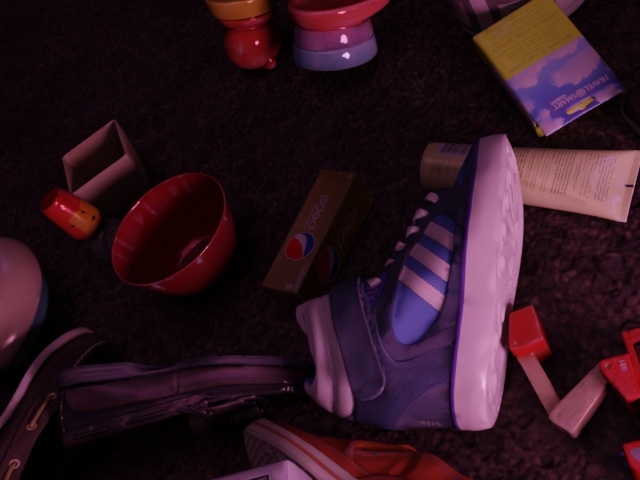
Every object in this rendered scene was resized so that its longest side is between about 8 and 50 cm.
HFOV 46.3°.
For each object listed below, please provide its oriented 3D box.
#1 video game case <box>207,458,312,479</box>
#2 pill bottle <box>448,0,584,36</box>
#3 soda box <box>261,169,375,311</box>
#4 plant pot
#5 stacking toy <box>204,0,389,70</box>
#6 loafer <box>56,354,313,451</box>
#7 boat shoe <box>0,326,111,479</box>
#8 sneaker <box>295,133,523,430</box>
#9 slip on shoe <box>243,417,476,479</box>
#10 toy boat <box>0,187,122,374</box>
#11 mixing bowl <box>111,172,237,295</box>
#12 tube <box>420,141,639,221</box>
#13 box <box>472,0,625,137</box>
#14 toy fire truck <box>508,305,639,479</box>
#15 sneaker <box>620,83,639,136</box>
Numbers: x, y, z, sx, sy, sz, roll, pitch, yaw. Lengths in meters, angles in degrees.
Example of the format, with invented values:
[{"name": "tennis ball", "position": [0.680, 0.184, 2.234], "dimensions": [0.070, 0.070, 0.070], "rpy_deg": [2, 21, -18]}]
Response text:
[{"name": "video game case", "position": [-0.128, 0.338, 0.623], "dimensions": [0.269, 0.061, 0.244], "rpy_deg": [-19, 48, 16]}, {"name": "pill bottle", "position": [0.212, -0.446, 0.940], "dimensions": [0.204, 0.361, 0.204], "rpy_deg": [-16, 51, 21]}, {"name": "soda box", "position": [0.000, 0.000, 0.943], "dimensions": [0.058, 0.061, 0.181], "rpy_deg": [8, 61, 37]}, {"name": "plant pot", "position": [-0.336, -0.108, 1.212], "dimensions": [0.109, 0.096, 0.109], "rpy_deg": [-35, 46, 5]}, {"name": "stacking toy", "position": [0.002, -0.358, 1.220], "dimensions": [0.309, 0.130, 0.279], "rpy_deg": [22, 44, 38]}, {"name": "loafer", "position": [-0.156, 0.188, 0.857], "dimensions": [0.302, 0.109, 0.095], "rpy_deg": [-5, 69, 8]}, {"name": "boat shoe", "position": [-0.335, 0.231, 0.914], "dimensions": [0.096, 0.117, 0.324], "rpy_deg": [10, 34, 12]}, {"name": "sneaker", "position": [0.081, 0.036, 0.798], "dimensions": [0.236, 0.130, 0.323], "rpy_deg": [1, 70, 26]}, {"name": "slip on shoe", "position": [0.051, 0.241, 0.710], "dimensions": [0.331, 0.123, 0.101], "rpy_deg": [8, 27, 42]}, {"name": "toy boat", "position": [-0.432, 0.067, 1.125], "dimensions": [0.318, 0.148, 0.267], "rpy_deg": [-44, 40, 6]}, {"name": "mixing bowl", "position": [-0.183, 0.006, 1.027], "dimensions": [0.181, 0.098, 0.181], "rpy_deg": [-16, 51, 21]}, {"name": "tube", "position": [0.235, -0.073, 0.861], "dimensions": [0.240, 0.062, 0.070], "rpy_deg": [8, 105, 31]}, {"name": "box", "position": [0.278, -0.211, 0.921], "dimensions": [0.109, 0.042, 0.178], "rpy_deg": [-31, 61, 10]}, {"name": "toy fire truck", "position": [0.256, 0.140, 0.686], "dimensions": [0.135, 0.047, 0.192], "rpy_deg": [-19, 50, 20]}, {"name": "sneaker", "position": [0.399, -0.133, 0.750], "dimensions": [0.087, 0.130, 0.227], "rpy_deg": [-40, 43, -3]}]
